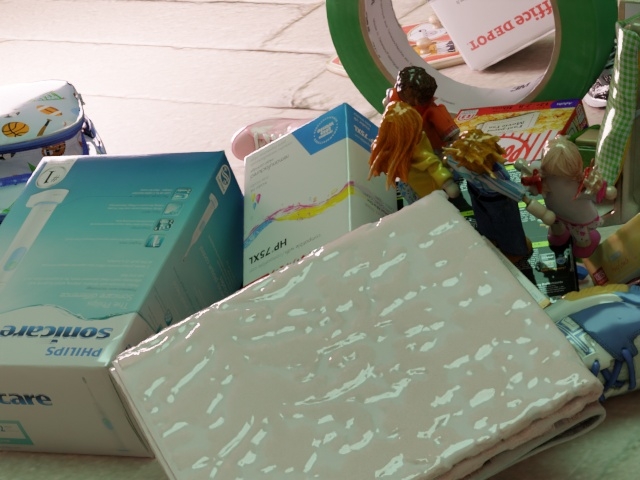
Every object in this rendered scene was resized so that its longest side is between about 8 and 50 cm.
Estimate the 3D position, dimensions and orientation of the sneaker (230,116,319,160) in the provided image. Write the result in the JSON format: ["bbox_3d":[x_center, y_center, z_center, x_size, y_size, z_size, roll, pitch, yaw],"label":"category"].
[{"bbox_3d":[-0.041,-0.114,2.302,0.134,0.051,0.070,-7,20,4],"label":"sneaker"}]

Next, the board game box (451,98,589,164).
[{"bbox_3d":[0.188,-0.080,2.089,0.147,0.045,0.193,-4,32,29],"label":"board game box"}]

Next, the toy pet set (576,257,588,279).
[{"bbox_3d":[0.199,0.008,1.936,0.114,0.065,0.122,22,30,-5],"label":"toy pet set"}]

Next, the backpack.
[{"bbox_3d":[-0.336,-0.050,2.155,0.277,0.213,0.263,-16,35,-11],"label":"backpack"}]

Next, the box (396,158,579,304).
[{"bbox_3d":[0.145,0.015,1.851,0.191,0.045,0.184,-10,50,10],"label":"box"}]

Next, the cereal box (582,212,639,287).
[{"bbox_3d":[0.375,-0.025,1.803,0.240,0.047,0.173,-21,-10,-14],"label":"cereal box"}]

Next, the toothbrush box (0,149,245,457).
[{"bbox_3d":[-0.214,0.056,1.865,0.216,0.126,0.295,-1,41,26],"label":"toothbrush box"}]

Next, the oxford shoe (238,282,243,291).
[{"bbox_3d":[-0.028,0.011,2.023,0.096,0.083,0.227,-29,14,45],"label":"oxford shoe"}]

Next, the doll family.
[{"bbox_3d":[0.133,-0.057,1.773,0.263,0.163,0.118,28,66,32],"label":"doll family"}]

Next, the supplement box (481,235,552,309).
[{"bbox_3d":[0.167,0.050,1.752,0.036,0.062,0.098,-37,54,-8],"label":"supplement box"}]

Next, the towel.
[{"bbox_3d":[0.022,0.116,1.597,0.332,0.053,0.317,-27,39,-8],"label":"towel"}]

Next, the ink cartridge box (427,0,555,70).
[{"bbox_3d":[0.209,-0.373,2.402,0.197,0.272,0.114,-26,9,42],"label":"ink cartridge box"}]

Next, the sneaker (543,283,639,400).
[{"bbox_3d":[0.192,0.121,1.651,0.297,0.112,0.131,-8,43,16],"label":"sneaker"}]

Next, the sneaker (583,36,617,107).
[{"bbox_3d":[0.328,-0.213,2.290,0.072,0.077,0.178,-16,25,-4],"label":"sneaker"}]

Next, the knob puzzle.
[{"bbox_3d":[0.100,-0.255,2.557,0.213,0.030,0.213,-11,25,5],"label":"knob puzzle"}]

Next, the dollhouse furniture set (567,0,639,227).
[{"bbox_3d":[0.288,-0.139,1.916,0.151,0.197,0.301,8,16,27],"label":"dollhouse furniture set"}]

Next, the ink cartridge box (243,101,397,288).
[{"bbox_3d":[0.000,0.000,1.853,0.134,0.078,0.231,-28,45,30],"label":"ink cartridge box"}]

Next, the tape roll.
[{"bbox_3d":[0.165,-0.255,2.171,0.321,0.321,0.077,1,28,28],"label":"tape roll"}]
